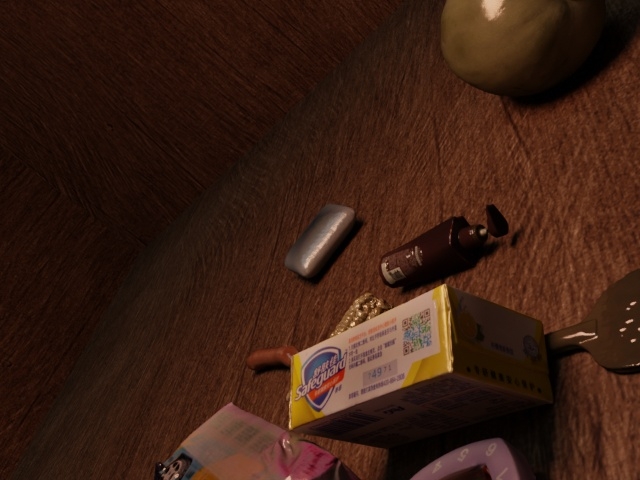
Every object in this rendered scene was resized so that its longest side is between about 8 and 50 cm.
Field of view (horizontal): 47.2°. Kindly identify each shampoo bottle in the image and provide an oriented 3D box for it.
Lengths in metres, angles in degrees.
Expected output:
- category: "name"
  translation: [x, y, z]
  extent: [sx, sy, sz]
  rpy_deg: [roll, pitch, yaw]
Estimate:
- category: "shampoo bottle"
  translation: [0.184, 0.012, 1.109]
  extent: [0.236, 0.068, 0.067]
  rpy_deg: [-26, 27, 48]

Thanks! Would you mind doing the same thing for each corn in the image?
- category: "corn"
  translation: [0.040, 0.177, 1.109]
  extent: [0.211, 0.087, 0.087]
  rpy_deg: [-55, 18, 1]

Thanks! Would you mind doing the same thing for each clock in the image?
- category: "clock"
  translation: [0.146, 0.273, 0.691]
  extent: [0.172, 0.064, 0.198]
  rpy_deg: [-54, 19, -14]

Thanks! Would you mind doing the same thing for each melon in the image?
- category: "melon"
  translation: [0.333, -0.367, 1.227]
  extent: [0.272, 0.272, 0.308]
  rpy_deg: [-47, 7, 8]

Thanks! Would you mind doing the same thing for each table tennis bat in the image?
- category: "table tennis bat"
  translation: [0.309, 0.086, 0.761]
  extent: [0.234, 0.022, 0.131]
  rpy_deg: [-28, 29, 43]

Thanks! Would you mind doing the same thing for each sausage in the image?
- category: "sausage"
  translation: [-0.086, 0.219, 1.366]
  extent: [0.186, 0.043, 0.043]
  rpy_deg: [-19, 35, 57]

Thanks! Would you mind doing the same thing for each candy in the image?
- category: "candy"
  translation: [0.000, 0.000, 1.547]
  extent: [0.174, 0.071, 0.138]
  rpy_deg: [-53, 19, -7]

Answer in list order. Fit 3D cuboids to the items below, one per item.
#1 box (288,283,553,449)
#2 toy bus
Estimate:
- category: "box"
  translation: [0.104, 0.156, 0.833]
  extent: [0.265, 0.168, 0.097]
  rpy_deg: [-33, 48, 44]
- category: "toy bus"
  translation: [-0.070, 0.322, 0.931]
  extent: [0.162, 0.171, 0.386]
  rpy_deg: [-52, 19, -19]
